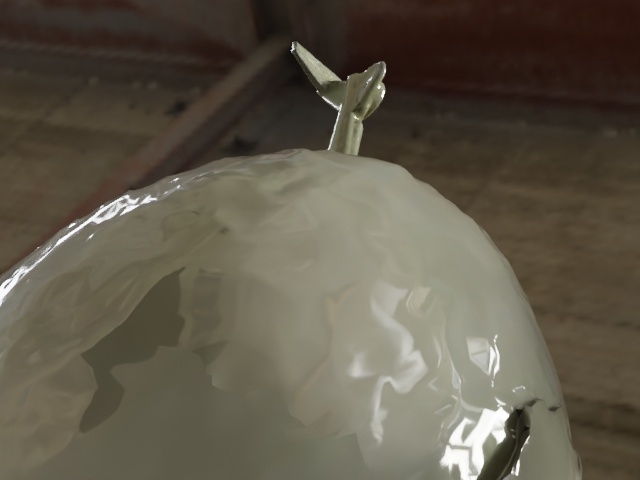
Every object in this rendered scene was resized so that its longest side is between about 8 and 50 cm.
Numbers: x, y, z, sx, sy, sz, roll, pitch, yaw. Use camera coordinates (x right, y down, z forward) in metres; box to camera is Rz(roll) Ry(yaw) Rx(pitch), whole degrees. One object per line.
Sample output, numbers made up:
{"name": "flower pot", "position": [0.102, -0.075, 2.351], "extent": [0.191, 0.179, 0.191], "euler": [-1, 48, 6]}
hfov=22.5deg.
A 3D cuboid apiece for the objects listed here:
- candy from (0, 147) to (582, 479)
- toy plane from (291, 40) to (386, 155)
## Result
{"name": "candy", "position": [-0.037, 0.113, 0.441], "extent": [0.185, 0.296, 0.295], "euler": [23, -138, 15]}
{"name": "toy plane", "position": [0.000, 0.000, 0.792], "extent": [0.108, 0.092, 0.286], "euler": [-31, -148, 38]}
